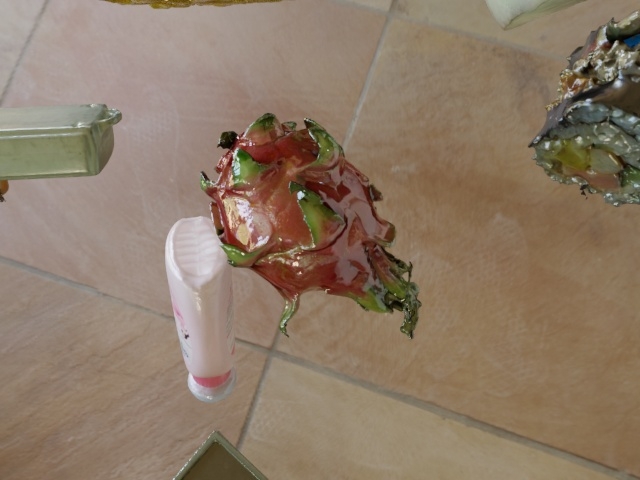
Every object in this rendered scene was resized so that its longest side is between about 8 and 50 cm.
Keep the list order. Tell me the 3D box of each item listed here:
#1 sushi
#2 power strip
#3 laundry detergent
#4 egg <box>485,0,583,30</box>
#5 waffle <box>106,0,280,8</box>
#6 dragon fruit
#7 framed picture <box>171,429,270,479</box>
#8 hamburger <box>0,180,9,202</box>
[{"bbox_3d":[0.421,-0.183,0.894,0.225,0.238,0.218,33,62,-23],"label":"sushi"},{"bbox_3d":[-0.319,-0.089,0.601,0.272,0.078,0.052,-3,121,-4],"label":"power strip"},{"bbox_3d":[-0.175,0.126,0.987,0.088,0.335,0.159,-5,46,-10],"label":"laundry detergent"},{"bbox_3d":[0.186,-0.247,0.409,0.206,0.271,0.161,-21,98,14],"label":"egg"},{"bbox_3d":[-0.079,-0.223,0.531,0.229,0.219,0.057,-10,107,-30],"label":"waffle"},{"bbox_3d":[-0.003,0.002,0.549,0.137,0.135,0.236,-30,110,12],"label":"dragon fruit"},{"bbox_3d":[-0.162,0.418,0.882,0.189,0.023,0.260,40,80,8],"label":"framed picture"},{"bbox_3d":[-0.647,-0.138,1.176,0.166,0.137,0.087,32,52,26],"label":"hamburger"}]
